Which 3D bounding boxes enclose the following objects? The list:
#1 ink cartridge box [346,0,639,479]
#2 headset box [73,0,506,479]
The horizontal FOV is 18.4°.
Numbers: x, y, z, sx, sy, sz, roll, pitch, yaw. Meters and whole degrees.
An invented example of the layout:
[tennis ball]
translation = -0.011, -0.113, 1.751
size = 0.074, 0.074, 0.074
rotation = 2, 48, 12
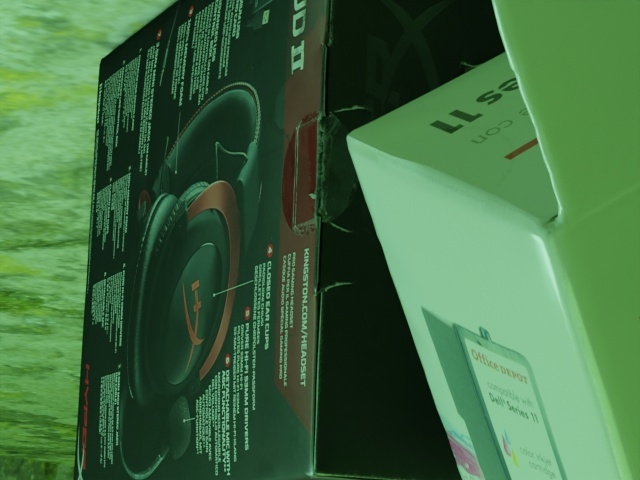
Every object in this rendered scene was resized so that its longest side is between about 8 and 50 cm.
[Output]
[ink cartridge box]
translation = 0.146, 0.022, 0.634
size = 0.207, 0.353, 0.119
rotation = -29, -153, -19
[headset box]
translation = 0.000, 0.000, 0.795
size = 0.110, 0.218, 0.293
rotation = 7, 167, -24
